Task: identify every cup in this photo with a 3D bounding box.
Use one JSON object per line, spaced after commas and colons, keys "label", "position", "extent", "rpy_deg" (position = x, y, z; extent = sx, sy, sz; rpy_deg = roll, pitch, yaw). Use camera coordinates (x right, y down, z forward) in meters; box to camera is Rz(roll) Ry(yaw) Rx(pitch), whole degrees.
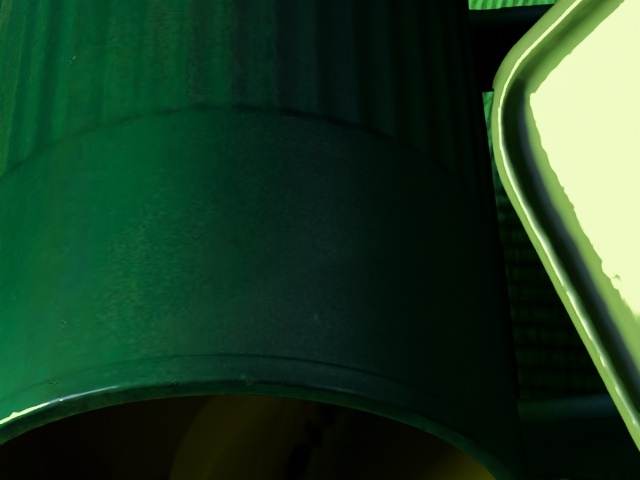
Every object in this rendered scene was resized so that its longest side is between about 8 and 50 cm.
{"label": "cup", "position": [-0.012, -0.008, 0.831], "extent": [0.307, 0.242, 0.292], "rpy_deg": [-22, 49, 25]}

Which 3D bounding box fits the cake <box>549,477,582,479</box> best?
{"label": "cake", "position": [0.118, 0.167, 0.855], "extent": [0.052, 0.065, 0.121], "rpy_deg": [-51, 57, 32]}

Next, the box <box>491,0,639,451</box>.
{"label": "box", "position": [0.193, 0.026, 0.580], "extent": [0.138, 0.178, 0.274], "rpy_deg": [-43, 66, 44]}
